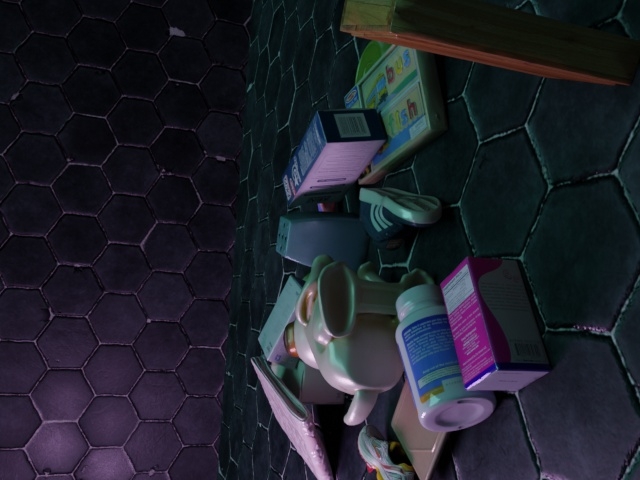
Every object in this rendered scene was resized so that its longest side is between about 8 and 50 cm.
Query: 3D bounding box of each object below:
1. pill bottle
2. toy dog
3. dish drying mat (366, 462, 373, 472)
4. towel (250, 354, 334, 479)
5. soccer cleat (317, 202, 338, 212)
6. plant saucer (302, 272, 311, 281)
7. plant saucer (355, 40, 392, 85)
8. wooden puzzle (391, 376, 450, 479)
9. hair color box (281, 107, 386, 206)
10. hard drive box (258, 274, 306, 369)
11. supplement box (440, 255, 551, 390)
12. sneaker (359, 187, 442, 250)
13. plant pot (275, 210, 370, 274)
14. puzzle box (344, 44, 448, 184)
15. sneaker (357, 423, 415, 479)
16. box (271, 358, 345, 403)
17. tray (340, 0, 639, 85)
[{"bbox_3d":[0.237,0.226,1.307,0.152,0.152,0.272,116,152,-43],"label":"pill bottle"},{"bbox_3d":[0.072,0.226,1.611,0.408,0.285,0.395,166,100,-70],"label":"toy dog"},{"bbox_3d":[0.139,0.569,1.691,0.083,0.008,0.032,116,152,-45],"label":"dish drying mat"},{"bbox_3d":[-0.078,0.530,1.939,0.317,0.053,0.331,42,156,48],"label":"towel"},{"bbox_3d":[0.024,-0.093,2.084,0.095,0.083,0.247,117,148,-55],"label":"soccer cleat"},{"bbox_3d":[-0.031,0.208,2.195,0.188,0.045,0.188,-163,80,-70],"label":"plant saucer"},{"bbox_3d":[0.152,-0.478,1.891,0.241,0.037,0.240,-175,90,-70],"label":"plant saucer"},{"bbox_3d":[0.231,0.391,1.448,0.238,0.044,0.220,-114,35,-62],"label":"wooden puzzle"},{"bbox_3d":[0.025,-0.221,1.792,0.347,0.174,0.105,127,132,-58],"label":"hair color box"},{"bbox_3d":[-0.086,0.242,1.966,0.232,0.089,0.181,-63,19,5],"label":"hard drive box"},{"bbox_3d":[0.310,0.150,1.184,0.114,0.111,0.220,122,148,-52],"label":"supplement box"},{"bbox_3d":[0.188,-0.039,1.572,0.350,0.131,0.148,-142,53,-73],"label":"sneaker"},{"bbox_3d":[0.000,0.000,1.891,0.165,0.234,0.165,-152,68,-69],"label":"plant pot"},{"bbox_3d":[0.181,-0.335,1.692,0.409,0.052,0.271,145,119,-65],"label":"puzzle box"},{"bbox_3d":[0.164,0.507,1.555,0.092,0.088,0.225,-67,28,12],"label":"sneaker"},{"bbox_3d":[-0.042,0.410,2.032,0.311,0.148,0.121,-174,91,-68],"label":"box"},{"bbox_3d":[0.257,-0.313,1.011,0.203,0.411,0.076,-135,52,-65],"label":"tray"}]
